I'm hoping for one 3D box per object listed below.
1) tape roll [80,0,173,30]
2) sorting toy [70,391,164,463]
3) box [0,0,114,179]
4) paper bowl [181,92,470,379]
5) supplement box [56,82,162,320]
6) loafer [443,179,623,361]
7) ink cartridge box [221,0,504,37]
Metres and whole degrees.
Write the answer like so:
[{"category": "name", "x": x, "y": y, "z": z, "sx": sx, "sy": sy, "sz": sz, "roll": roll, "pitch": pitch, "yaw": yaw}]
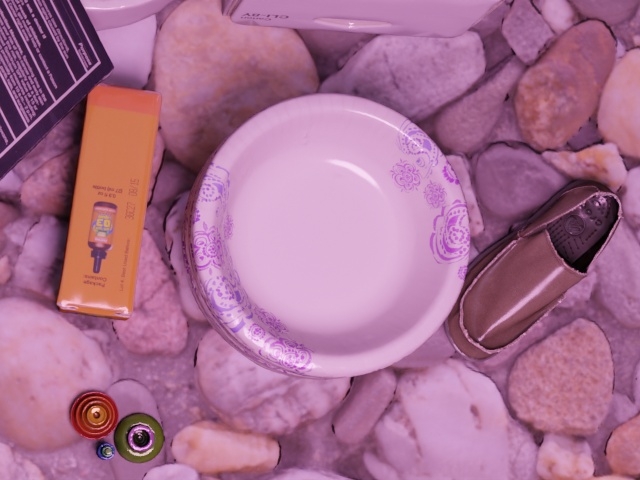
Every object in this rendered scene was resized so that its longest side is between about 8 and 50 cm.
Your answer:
[{"category": "tape roll", "x": -0.237, "y": -0.364, "z": 1.832, "sx": 0.286, "sy": 0.100, "sz": 0.286, "roll": 1, "pitch": 84, "yaw": -11}, {"category": "sorting toy", "x": -0.206, "y": 0.194, "z": 1.806, "sx": 0.102, "sy": 0.042, "sz": 0.061, "roll": 26, "pitch": 79, "yaw": -8}, {"category": "box", "x": -0.377, "y": -0.202, "z": 1.635, "sx": 0.183, "sy": 0.294, "sz": 0.296, "roll": -15, "pitch": 112, "yaw": 28}, {"category": "paper bowl", "x": 0.000, "y": 0.000, "z": 1.817, "sx": 0.284, "sy": 0.148, "sz": 0.284, "roll": 1, "pitch": 83, "yaw": -11}, {"category": "supplement box", "x": -0.216, "y": -0.038, "z": 1.813, "sx": 0.078, "sy": 0.080, "sz": 0.233, "roll": 9, "pitch": 80, "yaw": -10}, {"category": "loafer", "x": 0.229, "y": 0.025, "z": 1.893, "sx": 0.094, "sy": 0.087, "sz": 0.251, "roll": 43, "pitch": 77, "yaw": -4}, {"category": "ink cartridge box", "x": 0.047, "y": -0.422, "z": 1.867, "sx": 0.279, "sy": 0.160, "sz": 0.384, "roll": 2, "pitch": 83, "yaw": -12}]
